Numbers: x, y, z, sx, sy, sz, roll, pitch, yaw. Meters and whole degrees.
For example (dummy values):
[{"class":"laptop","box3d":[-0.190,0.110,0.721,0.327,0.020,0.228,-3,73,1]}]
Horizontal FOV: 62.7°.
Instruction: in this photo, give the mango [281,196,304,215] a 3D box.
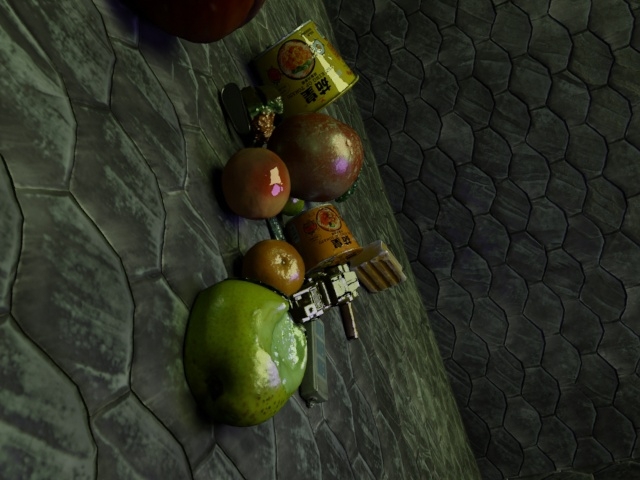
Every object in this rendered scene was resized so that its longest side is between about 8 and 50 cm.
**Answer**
[{"class":"mango","box3d":[-0.103,-0.153,1.591,0.117,0.089,0.163,12,60,-63]}]

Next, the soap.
[{"class":"soap","box3d":[0.232,0.116,2.175,0.274,0.173,0.089,47,22,-53]}]

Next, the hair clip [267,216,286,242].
[{"class":"hair clip","box3d":[-0.135,-0.079,1.515,0.066,0.036,0.229,-5,84,-67]}]

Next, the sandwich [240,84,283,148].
[{"class":"sandwich","box3d":[-0.172,-0.372,1.553,0.185,0.109,0.160,-120,-163,-54]}]

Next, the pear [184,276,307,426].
[{"class":"pear","box3d":[-0.138,0.231,1.021,0.292,0.159,0.292,51,30,-45]}]

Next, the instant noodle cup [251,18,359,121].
[{"class":"instant noodle cup","box3d":[-0.066,-0.576,1.803,0.254,0.326,0.325,54,23,-18]}]

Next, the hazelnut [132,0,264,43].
[{"class":"hazelnut","box3d":[-0.282,-0.654,1.179,0.359,0.359,0.409,-14,94,-72]}]

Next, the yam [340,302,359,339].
[{"class":"yam","box3d":[0.089,0.221,1.856,0.046,0.046,0.264,23,52,-66]}]

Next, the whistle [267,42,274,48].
[{"class":"whistle","box3d":[-0.085,-0.685,2.092,0.294,0.141,0.141,42,34,-54]}]

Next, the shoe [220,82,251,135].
[{"class":"shoe","box3d":[-0.237,-0.360,1.468,0.053,0.062,0.159,106,-36,-77]}]

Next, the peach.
[{"class":"peach","box3d":[-0.157,-0.135,1.298,0.184,0.184,0.184,-18,90,-72]}]

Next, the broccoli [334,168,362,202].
[{"class":"broccoli","box3d":[0.001,-0.253,1.774,0.275,0.308,0.307,-44,117,-43]}]

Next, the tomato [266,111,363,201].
[{"class":"tomato","box3d":[-0.020,-0.214,1.444,0.270,0.270,0.222,38,53,-59]}]

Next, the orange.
[{"class":"orange","box3d":[-0.116,0.074,1.262,0.155,0.134,0.154,15,55,-23]}]

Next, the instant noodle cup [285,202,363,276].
[{"class":"instant noodle cup","box3d":[0.000,0.000,1.584,0.172,0.216,0.216,65,17,11]}]

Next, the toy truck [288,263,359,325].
[{"class":"toy truck","box3d":[0.004,0.144,1.428,0.257,0.127,0.127,-19,90,-43]}]

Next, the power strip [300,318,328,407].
[{"class":"power strip","box3d":[-0.020,0.317,1.436,0.078,0.052,0.272,52,26,-44]}]
